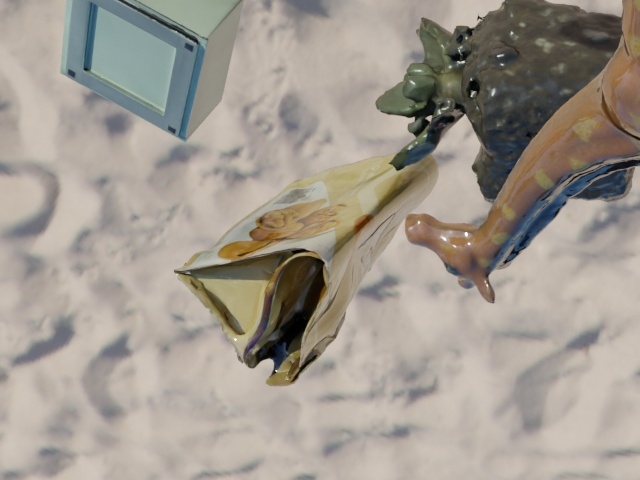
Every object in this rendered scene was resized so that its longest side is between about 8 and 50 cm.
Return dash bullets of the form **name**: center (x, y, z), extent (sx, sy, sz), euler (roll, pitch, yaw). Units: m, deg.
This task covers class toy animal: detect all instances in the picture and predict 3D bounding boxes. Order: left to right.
- **toy animal**: center (0.117, -0.062, 0.533), extent (0.224, 0.066, 0.230), euler (1, 134, 25)

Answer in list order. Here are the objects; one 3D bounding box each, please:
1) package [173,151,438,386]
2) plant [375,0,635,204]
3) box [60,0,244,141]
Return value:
- **package**: center (0.008, 0.030, 1.640), extent (0.221, 0.311, 0.165), euler (-11, 109, 31)
- **plant**: center (0.221, -0.167, 1.583), extent (0.312, 0.215, 0.213), euler (12, 140, 9)
- **box**: center (-0.250, -0.295, 1.972), extent (0.225, 0.117, 0.225), euler (30, 143, 8)
